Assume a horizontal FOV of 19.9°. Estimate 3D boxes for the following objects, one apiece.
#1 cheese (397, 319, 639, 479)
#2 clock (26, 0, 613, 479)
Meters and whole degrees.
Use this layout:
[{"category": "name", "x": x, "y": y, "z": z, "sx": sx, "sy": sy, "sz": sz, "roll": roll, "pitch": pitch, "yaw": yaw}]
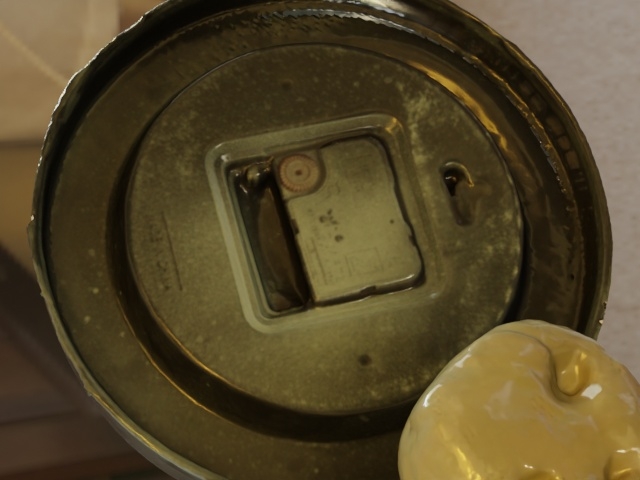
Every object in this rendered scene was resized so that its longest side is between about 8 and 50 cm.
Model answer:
[{"category": "cheese", "x": 0.145, "y": 0.167, "z": 0.988, "sx": 0.263, "sy": 0.159, "sz": 0.093, "roll": 60, "pitch": 142, "yaw": 18}, {"category": "clock", "x": 0.000, "y": 0.000, "z": 1.219, "sx": 0.076, "sy": 0.386, "sz": 0.386, "roll": 109, "pitch": 144, "yaw": -68}]
